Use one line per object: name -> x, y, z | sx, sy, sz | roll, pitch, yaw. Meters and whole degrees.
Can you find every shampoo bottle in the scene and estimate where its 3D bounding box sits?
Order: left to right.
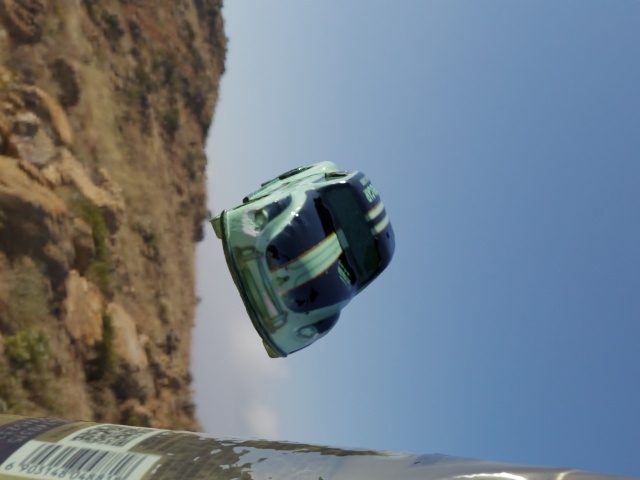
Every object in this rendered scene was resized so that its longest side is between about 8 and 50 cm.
shampoo bottle -> -0.016, 0.127, 0.371 | 0.125, 0.350, 0.084 | -12, 100, -69

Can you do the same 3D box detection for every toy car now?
toy car -> 0.000, 0.000, 0.835 | 0.306, 0.125, 0.136 | -49, 117, -75
